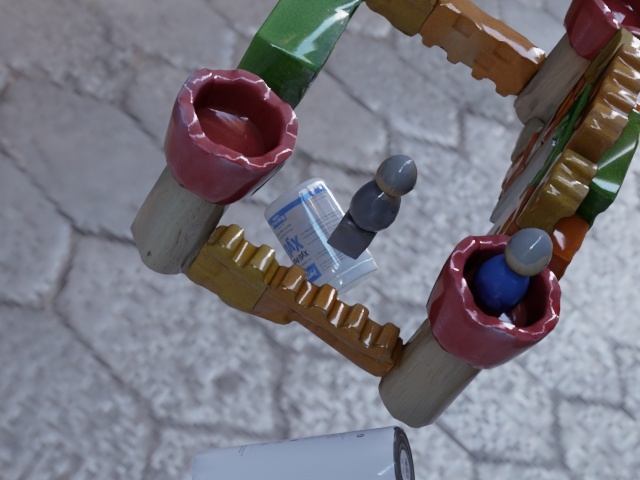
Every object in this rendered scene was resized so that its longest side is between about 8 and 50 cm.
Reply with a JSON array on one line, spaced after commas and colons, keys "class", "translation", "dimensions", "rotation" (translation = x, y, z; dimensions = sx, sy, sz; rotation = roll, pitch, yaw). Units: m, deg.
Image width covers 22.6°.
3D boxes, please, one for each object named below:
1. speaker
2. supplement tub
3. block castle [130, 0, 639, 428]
[{"class": "speaker", "translation": [-0.011, 0.152, 1.024], "dimensions": [0.055, 0.136, 0.055], "rotation": [-9, 90, -76]}, {"class": "supplement tub", "translation": [0.000, 0.000, 1.542], "dimensions": [0.107, 0.071, 0.071], "rotation": [58, 27, 8]}, {"class": "block castle", "translation": [0.086, -0.110, 1.215], "dimensions": [0.303, 0.213, 0.453], "rotation": [33, 46, -3]}]
